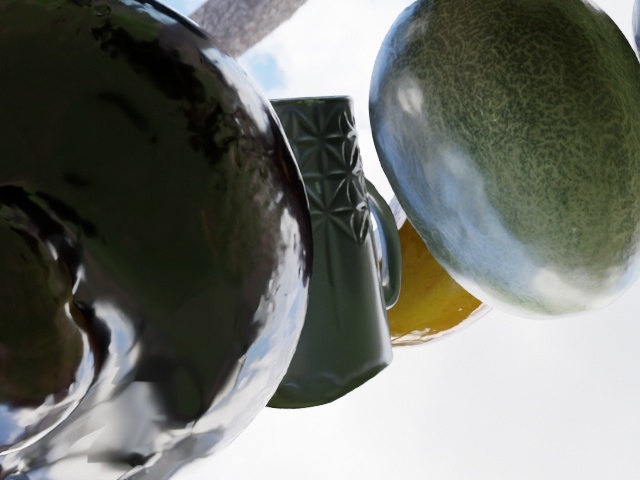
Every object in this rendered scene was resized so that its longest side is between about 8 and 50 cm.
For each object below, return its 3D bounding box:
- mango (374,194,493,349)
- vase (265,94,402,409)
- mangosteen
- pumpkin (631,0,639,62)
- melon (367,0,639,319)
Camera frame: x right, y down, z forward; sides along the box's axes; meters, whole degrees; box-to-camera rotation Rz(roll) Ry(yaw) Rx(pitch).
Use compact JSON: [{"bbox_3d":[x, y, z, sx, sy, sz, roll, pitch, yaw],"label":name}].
[{"bbox_3d":[0.159,0.004,1.222,0.199,0.201,0.350,35,-104,20],"label":"mango"},{"bbox_3d":[0.000,0.000,1.007,0.251,0.156,0.301,-15,-75,-46],"label":"vase"},{"bbox_3d":[-0.143,0.004,0.489,0.297,0.313,0.297,0,-90,-12],"label":"mangosteen"},{"bbox_3d":[0.502,-0.234,1.037,0.323,0.323,0.241,21,-111,-13],"label":"pumpkin"},{"bbox_3d":[0.179,-0.085,0.869,0.248,0.248,0.329,-29,-83,-33],"label":"melon"}]
